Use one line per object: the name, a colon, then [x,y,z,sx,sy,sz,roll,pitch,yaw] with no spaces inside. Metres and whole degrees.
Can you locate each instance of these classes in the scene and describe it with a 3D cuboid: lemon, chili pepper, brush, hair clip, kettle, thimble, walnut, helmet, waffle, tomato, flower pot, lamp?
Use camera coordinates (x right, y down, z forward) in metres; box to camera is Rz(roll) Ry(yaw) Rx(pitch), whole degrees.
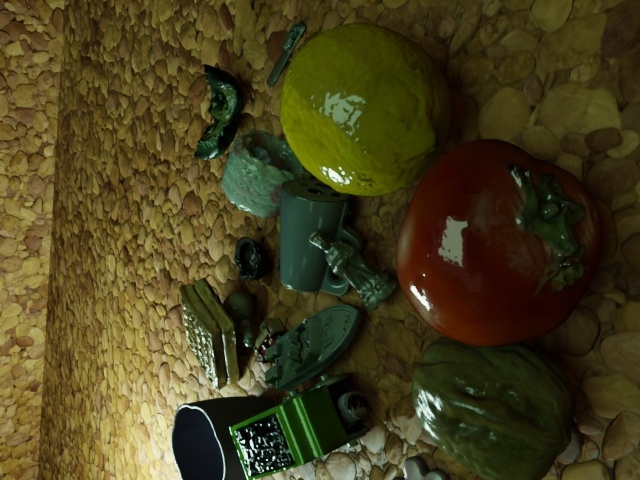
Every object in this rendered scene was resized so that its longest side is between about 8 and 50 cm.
lemon: [0.082,-0.243,1.028,0.336,0.336,0.336,5,97,45]
chili pepper: [-0.284,-0.349,1.543,0.148,0.116,0.265,34,118,26]
brush: [-0.096,-0.474,1.383,0.190,0.027,0.034,-52,56,36]
hair clip: [0.196,0.590,1.150,0.146,0.075,0.257,27,108,46]
kettle: [0.000,0.000,1.265,0.210,0.160,0.243,14,113,15]
thimble: [-0.136,-0.164,1.352,0.211,0.185,0.149,31,123,1]
walnut: [0.280,0.271,0.912,0.283,0.283,0.227,19,82,43]
helmet: [-0.181,0.052,1.486,0.098,0.070,0.123,-29,66,37]
waffle: [-0.319,0.272,1.556,0.213,0.091,0.308,48,148,31]
tomato: [0.265,0.011,0.858,0.321,0.321,0.322,5,97,45]
flower pot: [-0.234,0.537,1.461,0.265,0.243,0.265,8,101,47]
lamp: [-0.215,0.223,1.512,0.091,0.091,0.163,-52,50,35]

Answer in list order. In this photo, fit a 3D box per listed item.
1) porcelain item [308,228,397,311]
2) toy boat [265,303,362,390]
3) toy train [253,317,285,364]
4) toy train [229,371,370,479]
porcelain item: [0.064,0.051,1.169,0.215,0.069,0.081,43,120,2]
toy boat: [-0.016,0.245,1.303,0.319,0.092,0.141,-39,38,32]
toy train: [-0.144,0.280,1.484,0.087,0.050,0.138,57,131,32]
toy train: [-0.043,0.429,1.251,0.307,0.248,0.174,-36,70,40]
